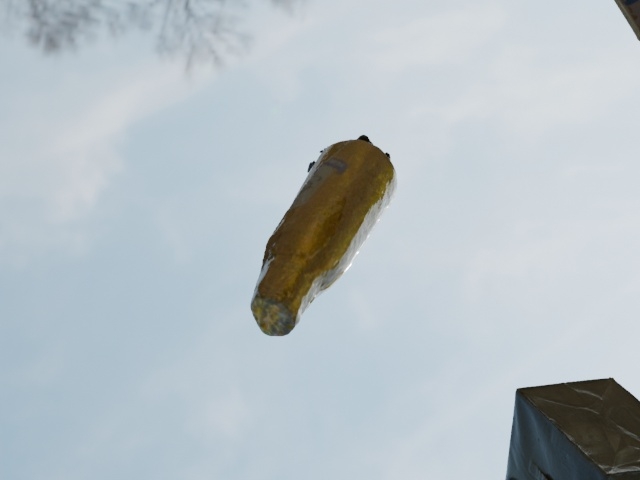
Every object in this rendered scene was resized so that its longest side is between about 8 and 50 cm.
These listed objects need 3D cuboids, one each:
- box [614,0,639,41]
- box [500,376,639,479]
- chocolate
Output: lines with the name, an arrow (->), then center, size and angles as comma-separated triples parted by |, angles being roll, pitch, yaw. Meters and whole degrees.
box -> 0.268, -0.350, 1.138 | 0.283, 0.259, 0.214 | 47, -157, -34
box -> 0.340, 0.287, 1.890 | 0.155, 0.149, 0.231 | -3, -158, -20
chocolate -> 0.000, 0.000, 1.305 | 0.086, 0.085, 0.219 | 23, -140, 5
